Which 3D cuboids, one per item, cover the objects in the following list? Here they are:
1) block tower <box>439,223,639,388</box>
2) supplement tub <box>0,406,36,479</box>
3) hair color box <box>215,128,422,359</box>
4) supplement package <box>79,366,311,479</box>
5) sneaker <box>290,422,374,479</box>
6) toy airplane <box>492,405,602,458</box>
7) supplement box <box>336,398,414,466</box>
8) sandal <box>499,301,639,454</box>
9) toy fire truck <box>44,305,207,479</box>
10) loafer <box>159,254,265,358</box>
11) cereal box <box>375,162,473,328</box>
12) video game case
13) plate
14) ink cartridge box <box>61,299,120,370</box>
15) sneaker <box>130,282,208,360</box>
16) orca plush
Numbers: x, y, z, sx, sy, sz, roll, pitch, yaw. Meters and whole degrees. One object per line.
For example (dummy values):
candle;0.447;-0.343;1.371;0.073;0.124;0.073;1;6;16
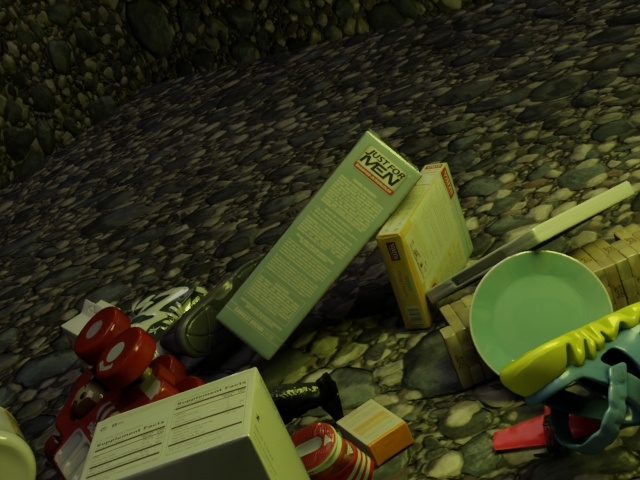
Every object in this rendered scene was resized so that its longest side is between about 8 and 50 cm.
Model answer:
block tower;0.327;0.086;1.601;0.336;0.091;0.097;-24;21;-1
supplement tub;-0.538;0.340;1.824;0.144;0.144;0.200;-30;22;-16
hair color box;0.000;0.000;1.836;0.374;0.114;0.185;-50;2;7
supplement package;-0.117;0.312;1.298;0.204;0.261;0.145;-20;23;8
sneaker;-0.027;0.307;1.450;0.221;0.128;0.087;-22;42;40
toy airplane;0.284;0.212;1.423;0.151;0.028;0.151;-18;31;11
supplement box;0.072;0.256;1.540;0.062;0.036;0.098;-31;23;-16
sandal;0.348;0.161;1.380;0.317;0.138;0.126;-19;-15;-39
toy fire truck;-0.330;0.262;1.801;0.254;0.169;0.302;-49;27;-10
loafer;-0.157;0.108;2.006;0.095;0.109;0.302;-9;18;46
cereal box;0.171;0.005;1.835;0.047;0.173;0.240;-6;27;29
video game case;0.302;0.006;1.689;0.204;0.025;0.285;-24;-7;-32
plate;0.291;0.106;1.523;0.188;0.188;0.024;-24;-16;0
ink cartridge box;-0.386;0.179;2.041;0.090;0.143;0.092;-34;24;-25
sneaker;-0.252;0.143;2.055;0.153;0.094;0.235;-28;16;0
orca plush;-0.107;0.277;1.617;0.287;0.151;0.102;-7;53;0
